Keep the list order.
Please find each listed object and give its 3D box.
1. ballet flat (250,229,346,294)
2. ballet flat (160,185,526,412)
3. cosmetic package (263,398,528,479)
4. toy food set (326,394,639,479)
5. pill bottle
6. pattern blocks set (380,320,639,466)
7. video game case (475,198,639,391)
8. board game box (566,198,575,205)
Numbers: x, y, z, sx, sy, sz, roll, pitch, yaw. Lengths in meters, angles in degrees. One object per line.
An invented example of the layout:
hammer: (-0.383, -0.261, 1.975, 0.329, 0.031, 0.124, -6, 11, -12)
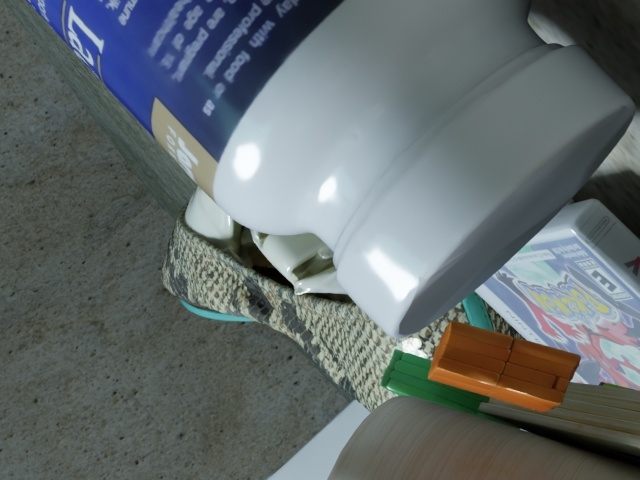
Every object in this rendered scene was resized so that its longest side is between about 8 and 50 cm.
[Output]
ballet flat: (0.007, -0.034, 0.878, 0.095, 0.096, 0.280, 48, 162, 29)
ballet flat: (0.000, 0.000, 1.265, 0.483, 0.164, 0.182, 27, 136, 58)
cosmetic package: (0.105, 0.224, 1.411, 0.224, 0.224, 0.138, 47, 176, 14)
toy food set: (0.158, 0.154, 0.655, 0.219, 0.092, 0.306, 15, 171, 31)
pill bottle: (-0.015, -0.098, 0.640, 0.265, 0.153, 0.153, 47, 173, 14)
pattern blocks set: (0.162, 0.081, 0.589, 0.285, 0.026, 0.325, 26, 169, -36)
video game case: (0.156, 0.057, 0.824, 0.183, 0.023, 0.201, 43, 168, -7)
board game box: (0.089, -0.028, 0.914, 0.154, 0.026, 0.103, 44, 172, 36)
